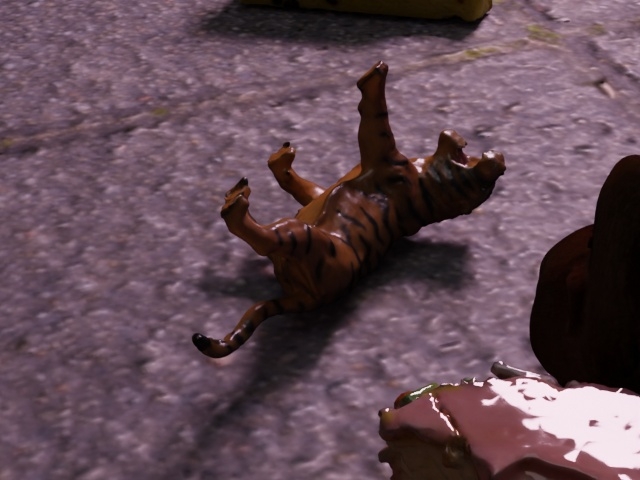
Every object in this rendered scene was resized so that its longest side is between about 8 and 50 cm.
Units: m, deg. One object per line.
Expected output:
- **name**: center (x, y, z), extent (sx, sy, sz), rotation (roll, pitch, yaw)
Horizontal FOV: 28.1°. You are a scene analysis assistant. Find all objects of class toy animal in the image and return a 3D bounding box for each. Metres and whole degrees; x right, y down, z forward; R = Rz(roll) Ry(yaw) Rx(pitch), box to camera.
- **toy animal**: center (-0.004, 0.003, 0.771), extent (0.116, 0.114, 0.255), rotation (49, 49, -5)

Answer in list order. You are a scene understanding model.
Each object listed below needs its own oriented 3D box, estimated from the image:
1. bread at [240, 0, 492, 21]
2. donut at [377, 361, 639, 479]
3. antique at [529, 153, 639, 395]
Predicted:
- **bread**: center (0.037, -0.242, 1.117), extent (0.226, 0.088, 0.049), rotation (6, 33, 13)
- **donut**: center (0.110, 0.153, 0.536), extent (0.199, 0.085, 0.233), rotation (5, 35, 10)
- **antique**: center (0.214, 0.056, 0.640), extent (0.257, 0.143, 0.121), rotation (27, 1, 36)
